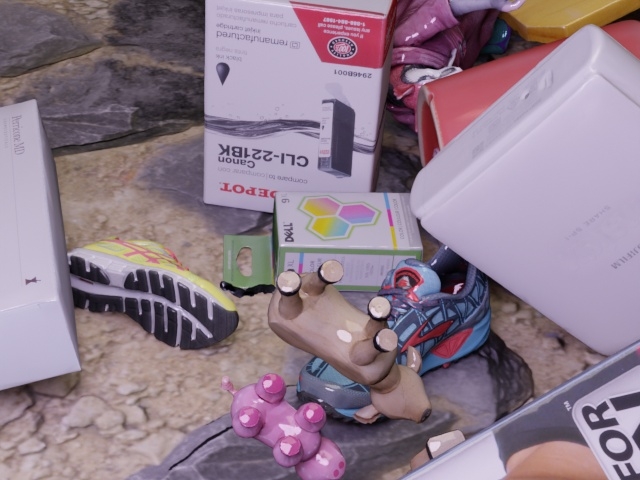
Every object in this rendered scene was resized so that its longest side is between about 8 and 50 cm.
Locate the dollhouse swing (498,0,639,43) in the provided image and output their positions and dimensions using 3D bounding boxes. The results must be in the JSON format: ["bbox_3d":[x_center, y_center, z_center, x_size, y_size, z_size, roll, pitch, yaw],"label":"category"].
[{"bbox_3d":[0.420,-0.332,2.069,0.305,0.315,0.347,-38,40,1],"label":"dollhouse swing"}]

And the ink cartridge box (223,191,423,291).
[{"bbox_3d":[0.000,0.000,1.550,0.209,0.062,0.109,1,34,-5],"label":"ink cartridge box"}]

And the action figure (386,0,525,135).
[{"bbox_3d":[0.125,-0.251,1.785,0.275,0.248,0.370,12,31,13],"label":"action figure"}]

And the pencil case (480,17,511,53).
[{"bbox_3d":[0.191,-0.296,2.028,0.151,0.064,0.070,1,28,-6],"label":"pencil case"}]

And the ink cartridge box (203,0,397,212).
[{"bbox_3d":[-0.025,-0.165,1.612,0.197,0.273,0.114,8,37,6],"label":"ink cartridge box"}]

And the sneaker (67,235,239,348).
[{"bbox_3d":[-0.163,0.039,1.454,0.208,0.081,0.094,21,34,24],"label":"sneaker"}]

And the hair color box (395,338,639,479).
[{"bbox_3d":[0.153,0.214,0.985,0.374,0.113,0.185,-28,81,-13],"label":"hair color box"}]

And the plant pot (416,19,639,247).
[{"bbox_3d":[0.240,-0.093,1.563,0.243,0.275,0.275,-8,34,-3],"label":"plant pot"}]

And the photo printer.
[{"bbox_3d":[0.278,-0.028,1.361,0.307,0.256,0.107,35,36,-21],"label":"photo printer"}]

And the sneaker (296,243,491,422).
[{"bbox_3d":[0.069,0.075,1.384,0.104,0.125,0.262,23,37,32],"label":"sneaker"}]

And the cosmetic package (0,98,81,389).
[{"bbox_3d":[-0.394,0.016,1.402,0.284,0.097,0.377,-15,36,-4],"label":"cosmetic package"}]

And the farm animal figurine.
[{"bbox_3d":[0.082,0.186,1.144,0.326,0.172,0.330,1,71,-7],"label":"farm animal figurine"}]
